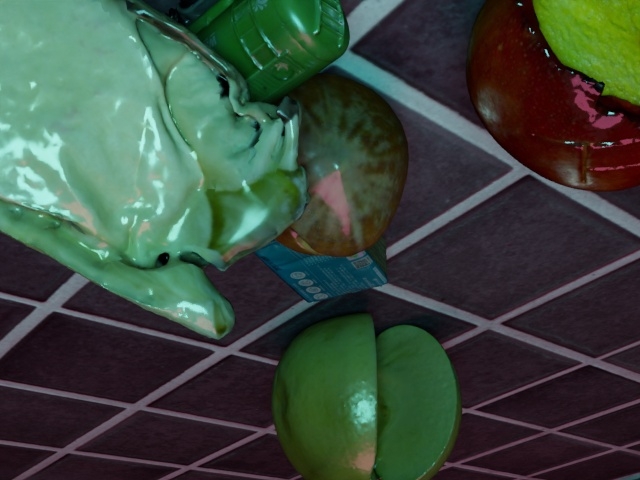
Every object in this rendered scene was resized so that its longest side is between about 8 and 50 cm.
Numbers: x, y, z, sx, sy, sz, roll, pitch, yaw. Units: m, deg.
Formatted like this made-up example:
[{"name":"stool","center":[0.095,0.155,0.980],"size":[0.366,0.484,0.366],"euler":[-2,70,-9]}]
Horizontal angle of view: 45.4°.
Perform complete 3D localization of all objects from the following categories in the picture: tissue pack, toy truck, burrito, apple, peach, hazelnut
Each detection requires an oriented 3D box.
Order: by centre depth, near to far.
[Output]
[{"name":"burrito","center":[-0.175,-0.076,0.533],"size":[0.332,0.190,0.135],"euler":[29,165,-14]},{"name":"peach","center":[0.224,-0.142,0.621],"size":[0.190,0.196,0.226],"euler":[-47,142,2]},{"name":"toy truck","center":[-0.084,-0.144,0.628],"size":[0.242,0.125,0.101],"euler":[-27,143,33]},{"name":"hazelnut","center":[0.006,-0.076,0.719],"size":[0.182,0.182,0.182],"euler":[-4,148,-2]},{"name":"tissue pack","center":[0.000,0.000,0.913],"size":[0.120,0.082,0.169],"euler":[-16,147,19]},{"name":"apple","center":[0.070,0.253,1.175],"size":[0.292,0.254,0.292],"euler":[-1,152,0]}]
